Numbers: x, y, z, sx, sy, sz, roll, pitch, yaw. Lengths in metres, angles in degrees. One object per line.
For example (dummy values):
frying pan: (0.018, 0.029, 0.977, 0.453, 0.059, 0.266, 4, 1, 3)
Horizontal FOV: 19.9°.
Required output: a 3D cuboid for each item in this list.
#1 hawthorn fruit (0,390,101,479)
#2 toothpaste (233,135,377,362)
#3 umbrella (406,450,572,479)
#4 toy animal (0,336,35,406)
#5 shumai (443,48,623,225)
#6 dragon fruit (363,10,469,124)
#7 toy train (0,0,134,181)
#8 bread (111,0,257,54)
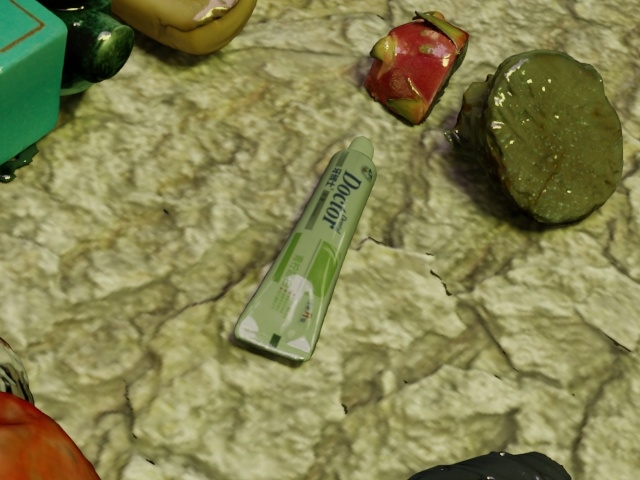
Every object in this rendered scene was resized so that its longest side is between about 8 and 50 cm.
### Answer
hawthorn fruit: (-0.165, 0.141, 0.792, 0.179, 0.179, 0.200, 9, 52, -11)
toothpaste: (0.000, 0.000, 1.116, 0.048, 0.029, 0.197, 21, 45, 4)
umbrella: (0.025, 0.155, 0.935, 0.248, 0.071, 0.071, -6, 48, -27)
toy animal: (-0.177, 0.099, 0.910, 0.137, 0.098, 0.098, 49, 46, -1)
shumai: (0.135, -0.069, 1.206, 0.099, 0.123, 0.087, -36, 22, -21)
dragon fruit: (0.067, -0.127, 1.250, 0.056, 0.060, 0.083, 30, 45, 8)
toy train: (-0.225, -0.144, 1.127, 0.203, 0.112, 0.163, 34, 50, 20)
bread: (-0.096, -0.166, 1.233, 0.115, 0.056, 0.082, 27, 60, 26)
